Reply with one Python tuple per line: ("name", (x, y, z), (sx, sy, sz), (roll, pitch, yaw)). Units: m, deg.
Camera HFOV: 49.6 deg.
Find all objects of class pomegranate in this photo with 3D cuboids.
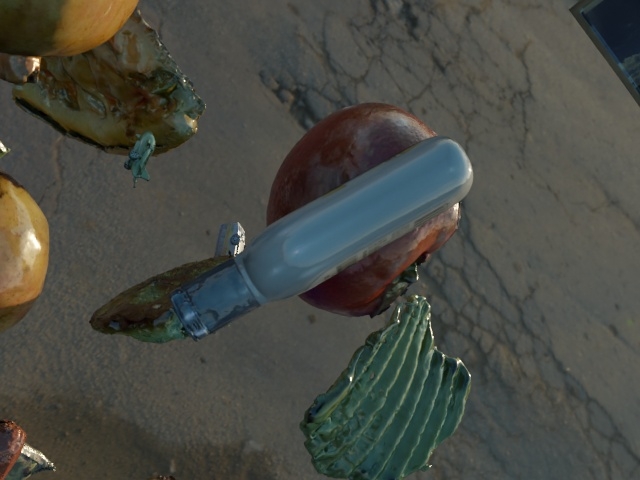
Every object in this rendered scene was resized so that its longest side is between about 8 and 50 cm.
("pomegranate", (-0.314, -0.298, 0.739), (0.229, 0.270, 0.252), (18, 14, 0))
("pomegranate", (-0.601, 0.009, 1.122), (0.322, 0.322, 0.322), (23, 54, -35))

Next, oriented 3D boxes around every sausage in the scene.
("sausage", (-0.569, 0.378, 1.211), (0.076, 0.141, 0.076), (33, 5, -3))

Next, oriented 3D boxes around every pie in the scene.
("pie", (-0.283, 0.118, 1.392), (0.355, 0.288, 0.103), (-25, 107, -39))

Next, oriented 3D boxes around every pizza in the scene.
("pizza", (-0.338, -0.255, 1.038), (0.392, 0.435, 0.080), (40, 57, 8))

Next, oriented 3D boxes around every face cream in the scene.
("face cream", (0.000, 0.000, 0.646), (0.071, 0.291, 0.144), (60, -3, 4))

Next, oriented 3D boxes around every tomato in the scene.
("tomato", (0.024, -0.045, 1.021), (0.289, 0.335, 0.176), (52, 28, 21))

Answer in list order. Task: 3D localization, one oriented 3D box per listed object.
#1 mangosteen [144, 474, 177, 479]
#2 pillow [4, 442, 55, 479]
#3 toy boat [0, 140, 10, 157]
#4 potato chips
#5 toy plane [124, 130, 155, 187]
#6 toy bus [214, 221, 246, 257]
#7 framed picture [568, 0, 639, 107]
("mangosteen", (-0.368, 0.599, 1.417), (0.275, 0.302, 0.275), (25, 18, -9))
("pillow", (-0.662, 0.464, 1.349), (0.169, 0.255, 0.059), (57, 2, -42))
("toy boat", (-0.782, -0.168, 1.414), (0.093, 0.293, 0.055), (68, 22, -56))
("potato chips", (0.136, 0.312, 1.365), (0.389, 0.097, 0.373), (-42, 124, -19))
("toy plane", (-0.233, -0.111, 0.898), (0.033, 0.080, 0.083), (16, 56, -22))
("toy bus", (-0.239, 0.045, 1.801), (0.064, 0.075, 0.190), (67, 26, -59))
("framed picture", (0.524, -0.305, 1.043), (0.023, 0.189, 0.260), (-36, 91, -39))
